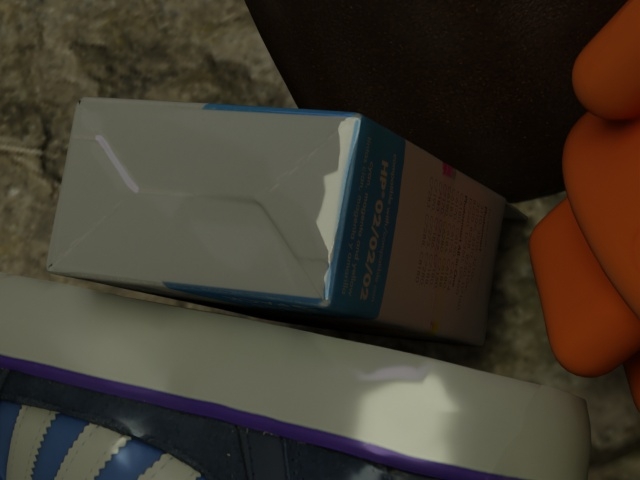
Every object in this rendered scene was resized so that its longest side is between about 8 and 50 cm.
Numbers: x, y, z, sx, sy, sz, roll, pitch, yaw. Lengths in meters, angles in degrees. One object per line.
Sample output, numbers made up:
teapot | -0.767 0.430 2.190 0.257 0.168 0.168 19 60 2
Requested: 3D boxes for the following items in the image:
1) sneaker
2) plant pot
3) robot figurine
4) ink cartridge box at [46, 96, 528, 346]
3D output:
sneaker | -0.062 0.143 0.473 0.323 0.130 0.236 7 82 39
plant pot | 0.039 -0.157 0.496 0.215 0.230 0.215 -9 65 20
robot figurine | 0.168 -0.030 0.426 0.219 0.128 0.158 -43 81 29
ink cartridge box | 0.000 0.000 0.484 0.104 0.181 0.061 6 84 26
